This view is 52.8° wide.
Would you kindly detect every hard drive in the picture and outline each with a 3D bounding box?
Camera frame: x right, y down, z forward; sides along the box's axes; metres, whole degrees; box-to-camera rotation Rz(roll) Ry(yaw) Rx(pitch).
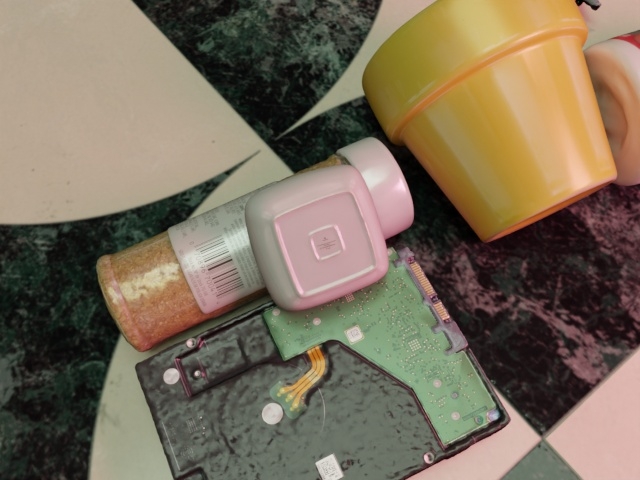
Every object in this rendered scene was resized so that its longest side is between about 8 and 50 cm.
[{"bbox_3d":[-0.002,0.171,0.702,0.338,0.064,0.237,-26,66,-8],"label":"hard drive"}]

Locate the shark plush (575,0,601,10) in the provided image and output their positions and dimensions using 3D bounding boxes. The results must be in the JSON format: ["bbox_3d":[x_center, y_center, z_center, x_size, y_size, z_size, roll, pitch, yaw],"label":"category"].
[{"bbox_3d":[0.363,-0.399,0.941,0.073,0.067,0.161,0,65,3],"label":"shark plush"}]

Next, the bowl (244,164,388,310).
[{"bbox_3d":[0.000,0.000,0.678,0.142,0.053,0.142,-20,102,-7],"label":"bowl"}]

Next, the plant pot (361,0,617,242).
[{"bbox_3d":[0.209,-0.139,0.746,0.253,0.254,0.239,-23,80,-7],"label":"plant pot"}]

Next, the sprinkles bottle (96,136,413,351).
[{"bbox_3d":[-0.072,0.001,0.752,0.355,0.121,0.121,-25,66,-8],"label":"sprinkles bottle"}]

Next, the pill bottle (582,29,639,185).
[{"bbox_3d":[0.485,-0.193,0.780,0.318,0.176,0.176,-18,65,-5],"label":"pill bottle"}]
